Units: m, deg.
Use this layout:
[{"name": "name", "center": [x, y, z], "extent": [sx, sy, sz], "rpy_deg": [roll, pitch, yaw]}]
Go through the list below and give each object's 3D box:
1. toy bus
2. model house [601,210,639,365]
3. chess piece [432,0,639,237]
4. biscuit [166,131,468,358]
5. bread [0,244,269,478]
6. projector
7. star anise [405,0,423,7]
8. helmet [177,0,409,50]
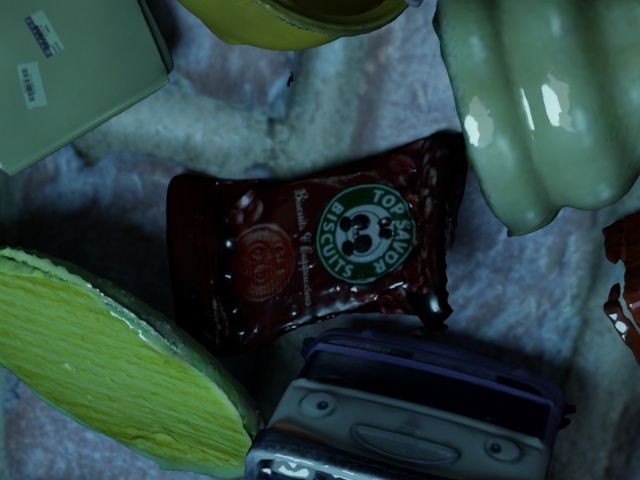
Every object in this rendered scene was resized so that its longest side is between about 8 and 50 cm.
[{"name": "toy bus", "center": [0.050, 0.286, 1.202], "extent": [0.209, 0.249, 0.440], "rpy_deg": [13, 124, 11]}, {"name": "model house", "center": [0.343, 0.038, 1.053], "extent": [0.254, 0.160, 0.196], "rpy_deg": [-28, 105, 24]}, {"name": "chess piece", "center": [0.254, -0.128, 0.998], "extent": [0.330, 0.182, 0.182], "rpy_deg": [-14, 111, 16]}, {"name": "biscuit", "center": [-0.001, 0.006, 1.154], "extent": [0.235, 0.063, 0.151], "rpy_deg": [-10, 71, 22]}, {"name": "bread", "center": [-0.169, 0.089, 1.201], "extent": [0.301, 0.045, 0.301], "rpy_deg": [23, 154, 12]}, {"name": "projector", "center": [-0.246, -0.186, 1.102], "extent": [0.193, 0.088, 0.269], "rpy_deg": [-32, 106, -11]}, {"name": "star anise", "center": [0.073, -0.243, 0.891], "extent": [0.129, 0.212, 0.283], "rpy_deg": [-33, 96, -12]}, {"name": "helmet", "center": [-0.051, -0.223, 1.033], "extent": [0.140, 0.205, 0.257], "rpy_deg": [-35, 74, 51]}]
